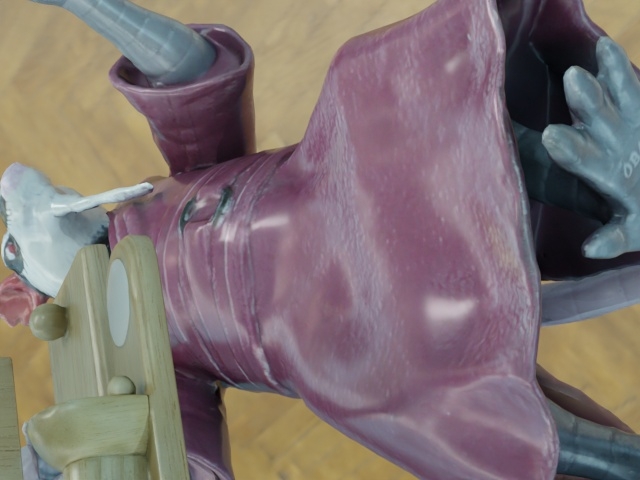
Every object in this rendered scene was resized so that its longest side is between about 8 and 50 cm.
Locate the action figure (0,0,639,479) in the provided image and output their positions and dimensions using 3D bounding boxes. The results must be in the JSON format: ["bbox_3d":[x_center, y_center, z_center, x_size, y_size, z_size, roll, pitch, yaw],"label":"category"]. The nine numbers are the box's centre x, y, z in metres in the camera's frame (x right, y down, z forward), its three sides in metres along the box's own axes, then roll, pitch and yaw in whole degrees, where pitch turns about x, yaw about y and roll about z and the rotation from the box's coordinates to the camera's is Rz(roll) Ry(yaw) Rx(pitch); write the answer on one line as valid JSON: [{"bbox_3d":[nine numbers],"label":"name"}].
[{"bbox_3d":[0.000,0.000,0.640,0.370,0.275,0.248,0,81,47],"label":"action figure"}]

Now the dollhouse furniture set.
[{"bbox_3d":[-0.117,0.048,0.411,0.144,0.151,0.123,127,138,-55],"label":"dollhouse furniture set"}]
